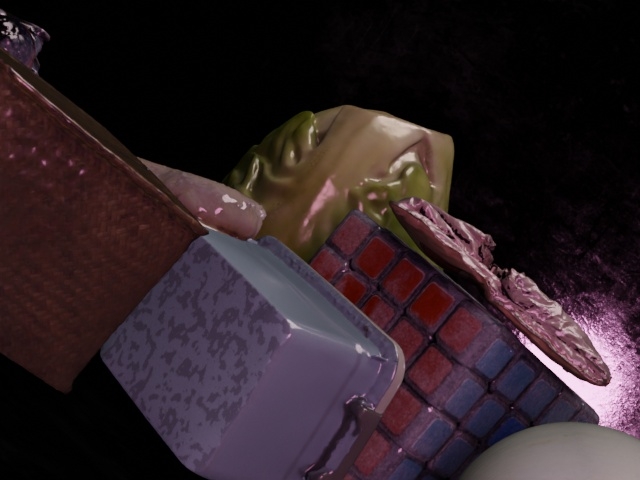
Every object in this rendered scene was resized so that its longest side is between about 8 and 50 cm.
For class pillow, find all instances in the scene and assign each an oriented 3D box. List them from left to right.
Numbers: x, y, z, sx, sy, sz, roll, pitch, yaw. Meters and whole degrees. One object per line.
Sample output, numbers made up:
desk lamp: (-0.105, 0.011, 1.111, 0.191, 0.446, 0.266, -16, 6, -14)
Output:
pillow: (0.164, 0.042, 1.196, 0.248, 0.049, 0.135, 43, -1, 9)

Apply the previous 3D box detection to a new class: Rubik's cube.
Rubik's cube: (0.083, 0.152, 1.282, 0.237, 0.237, 0.238, 36, 6, -47)

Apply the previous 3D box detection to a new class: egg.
egg: (0.197, 0.259, 1.030, 0.230, 0.230, 0.371, 41, 5, 10)

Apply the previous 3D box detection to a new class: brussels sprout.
brussels sprout: (0.004, 0.003, 1.501, 0.281, 0.354, 0.289, 30, 11, -5)

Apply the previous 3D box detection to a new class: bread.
bread: (-0.196, -0.028, 1.367, 0.183, 0.102, 0.337, 20, -8, -25)

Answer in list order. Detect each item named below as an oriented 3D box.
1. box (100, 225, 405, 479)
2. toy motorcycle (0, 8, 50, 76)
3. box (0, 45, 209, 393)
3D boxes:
box: (-0.056, 0.092, 0.995, 0.130, 0.162, 0.227, 26, 9, -41)
toy motorcycle: (-0.256, -0.081, 1.130, 0.207, 0.134, 0.401, -4, -53, 45)
box: (-0.219, -0.043, 0.894, 0.184, 0.143, 0.273, 40, 0, -33)
